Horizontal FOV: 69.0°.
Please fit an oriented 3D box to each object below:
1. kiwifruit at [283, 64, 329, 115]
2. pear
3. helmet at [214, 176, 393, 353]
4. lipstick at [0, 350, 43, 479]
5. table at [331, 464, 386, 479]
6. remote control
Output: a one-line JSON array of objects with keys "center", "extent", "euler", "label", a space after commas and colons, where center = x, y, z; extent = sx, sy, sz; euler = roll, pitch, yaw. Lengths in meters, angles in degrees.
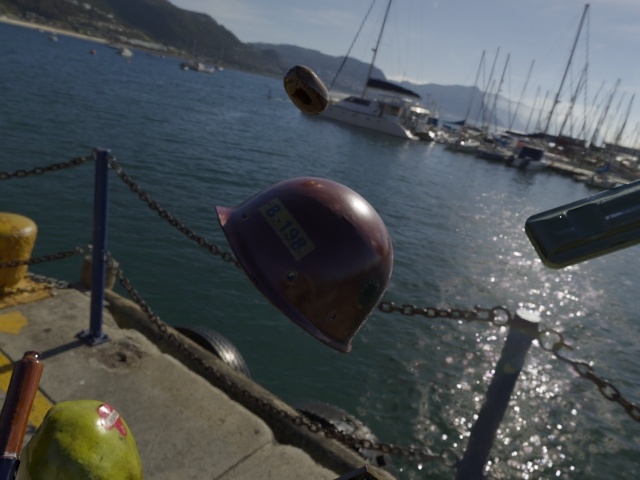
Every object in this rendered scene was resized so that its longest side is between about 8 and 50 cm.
[{"center": [-0.028, -0.314, 0.983], "extent": [0.075, 0.075, 0.124], "euler": [26, -9, 37], "label": "kiwifruit"}, {"center": [-0.630, 0.615, 1.261], "extent": [0.375, 0.287, 0.287], "euler": [52, 11, -15], "label": "pear"}, {"center": [0.000, 0.000, 0.888], "extent": [0.385, 0.230, 0.337], "euler": [51, 8, 32], "label": "helmet"}, {"center": [-0.751, 0.473, 1.123], "extent": [0.077, 0.077, 0.418], "euler": [7, 56, -15], "label": "lipstick"}, {"center": [0.034, 0.239, 0.353], "extent": [0.083, 0.070, 0.082], "euler": [47, 20, -29], "label": "table"}, {"center": [0.594, -0.048, 0.932], "extent": [0.335, 0.065, 0.128], "euler": [-19, 57, 7], "label": "remote control"}]
